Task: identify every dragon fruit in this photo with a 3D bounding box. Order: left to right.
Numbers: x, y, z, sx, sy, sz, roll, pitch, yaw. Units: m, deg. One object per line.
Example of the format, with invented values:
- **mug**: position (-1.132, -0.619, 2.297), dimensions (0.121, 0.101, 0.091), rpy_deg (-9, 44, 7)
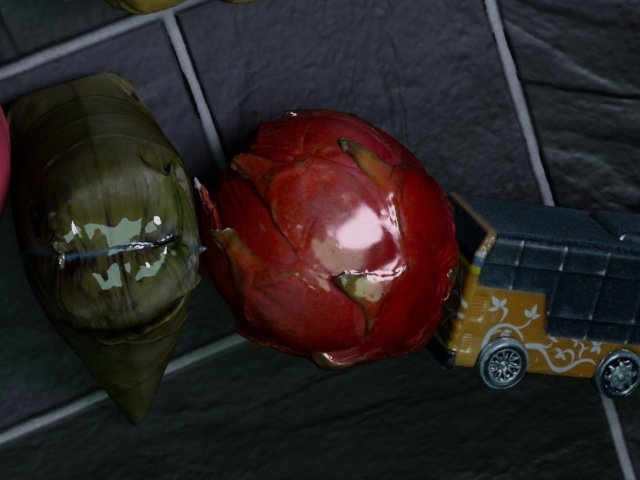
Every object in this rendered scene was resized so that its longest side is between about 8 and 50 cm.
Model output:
- **dragon fruit**: position (0.010, 0.000, 1.680), dimensions (0.241, 0.241, 0.252), rpy_deg (-29, 101, -6)

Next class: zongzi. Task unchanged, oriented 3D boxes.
- **zongzi**: position (-0.173, 0.067, 1.599), dimensions (0.160, 0.323, 0.360), rpy_deg (-9, 113, -7)

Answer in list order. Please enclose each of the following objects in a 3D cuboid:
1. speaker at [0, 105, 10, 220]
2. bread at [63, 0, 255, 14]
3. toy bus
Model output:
- **speaker**: position (-0.406, -0.056, 1.515), dimensions (0.294, 0.294, 0.294), rpy_deg (-5, 108, -15)
- **bread**: position (-0.067, -0.340, 1.544), dimensions (0.341, 0.210, 0.300), rpy_deg (-7, 113, -26)
- **toy bus**: position (0.240, 0.052, 1.802), dimensions (0.275, 0.138, 0.167), rpy_deg (8, 108, -20)
